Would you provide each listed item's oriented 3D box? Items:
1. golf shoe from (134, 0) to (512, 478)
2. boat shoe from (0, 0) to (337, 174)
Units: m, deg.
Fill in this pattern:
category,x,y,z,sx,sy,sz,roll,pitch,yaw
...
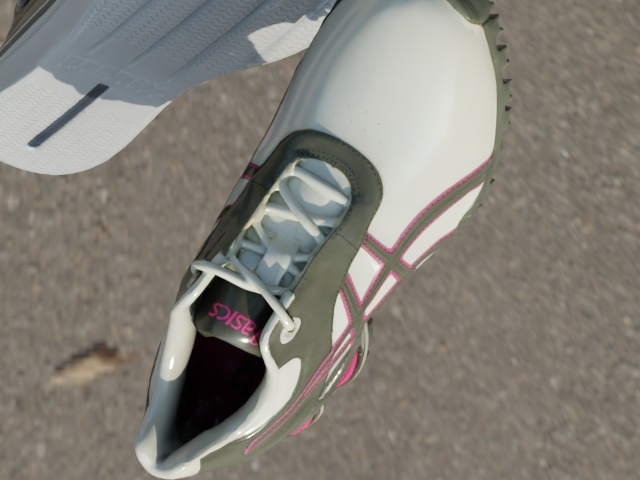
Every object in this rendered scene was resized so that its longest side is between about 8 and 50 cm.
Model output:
category,x,y,z,sx,sy,sz,roll,pitch,yaw
golf shoe,0.000,0.000,0.890,0.105,0.120,0.273,31,117,11
boat shoe,-0.084,-0.148,1.022,0.121,0.119,0.335,21,148,-36
